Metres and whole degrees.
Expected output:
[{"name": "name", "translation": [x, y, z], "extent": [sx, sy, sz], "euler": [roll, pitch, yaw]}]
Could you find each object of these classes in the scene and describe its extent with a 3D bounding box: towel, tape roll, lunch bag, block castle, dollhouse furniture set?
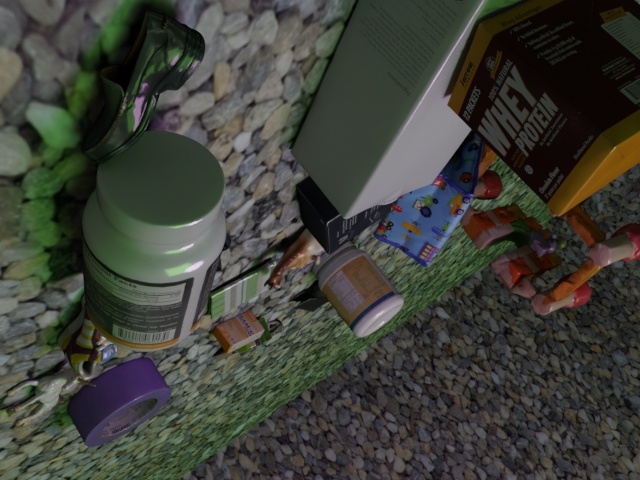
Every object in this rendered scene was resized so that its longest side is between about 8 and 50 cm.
[{"name": "towel", "translation": [-0.162, 0.098, 1.249], "extent": [0.152, 0.023, 0.113], "euler": [-27, 156, -24]}, {"name": "tape roll", "translation": [-0.405, 0.327, 1.236], "extent": [0.189, 0.080, 0.189], "euler": [-33, 161, -13]}, {"name": "lunch bag", "translation": [0.260, -0.127, 1.295], "extent": [0.293, 0.138, 0.221], "euler": [-52, 170, -43]}, {"name": "block castle", "translation": [0.563, -0.065, 1.535], "extent": [0.212, 0.453, 0.303], "euler": [-15, 150, -34]}, {"name": "dollhouse furniture set", "translation": [-0.199, 0.247, 1.517], "extent": [0.151, 0.059, 0.076], "euler": [-25, 176, 25]}]

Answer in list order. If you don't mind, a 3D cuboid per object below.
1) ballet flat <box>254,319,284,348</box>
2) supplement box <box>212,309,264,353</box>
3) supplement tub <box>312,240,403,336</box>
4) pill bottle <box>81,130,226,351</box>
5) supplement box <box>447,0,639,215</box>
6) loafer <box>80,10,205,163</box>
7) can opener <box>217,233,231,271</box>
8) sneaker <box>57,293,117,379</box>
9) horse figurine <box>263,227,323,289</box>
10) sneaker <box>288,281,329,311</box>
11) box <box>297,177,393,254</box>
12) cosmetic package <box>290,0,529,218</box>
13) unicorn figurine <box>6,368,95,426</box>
[{"name": "ballet flat", "translation": [-0.139, 0.238, 1.583], "extent": [0.114, 0.041, 0.041], "euler": [-31, 162, -46]}, {"name": "supplement box", "translation": [-0.186, 0.207, 1.386], "extent": [0.098, 0.062, 0.036], "euler": [-23, 155, -40]}, {"name": "supplement tub", "translation": [0.086, 0.113, 1.453], "extent": [0.144, 0.200, 0.144], "euler": [-33, 160, -14]}, {"name": "pill bottle", "translation": [-0.202, 0.010, 0.740], "extent": [0.162, 0.162, 0.278], "euler": [-26, 157, -33]}, {"name": "supplement box", "translation": [0.292, -0.171, 0.696], "extent": [0.191, 0.194, 0.129], "euler": [-30, 158, -21]}, {"name": "loafer", "translation": [-0.186, -0.147, 0.586], "extent": [0.170, 0.062, 0.061], "euler": [-47, 137, 16]}, {"name": "can opener", "translation": [-0.173, -0.021, 0.889], "extent": [0.059, 0.073, 0.186], "euler": [-28, 151, -6]}, {"name": "sneaker", "translation": [-0.326, 0.132, 0.916], "extent": [0.069, 0.084, 0.185], "euler": [-12, 148, -53]}, {"name": "horse figurine", "translation": [0.000, 0.000, 1.245], "extent": [0.263, 0.066, 0.174], "euler": [-40, 166, 7]}, {"name": "sneaker", "translation": [-0.008, 0.152, 1.612], "extent": [0.089, 0.051, 0.170], "euler": [-43, 156, 13]}, {"name": "box", "translation": [0.049, -0.075, 1.113], "extent": [0.158, 0.093, 0.156], "euler": [-35, 161, -12]}, {"name": "cosmetic package", "translation": [0.134, -0.224, 0.834], "extent": [0.217, 0.156, 0.385], "euler": [-22, 156, -40]}, {"name": "unicorn figurine", "translation": [-0.460, 0.257, 1.020], "extent": [0.111, 0.060, 0.162], "euler": [-23, 172, -39]}]
